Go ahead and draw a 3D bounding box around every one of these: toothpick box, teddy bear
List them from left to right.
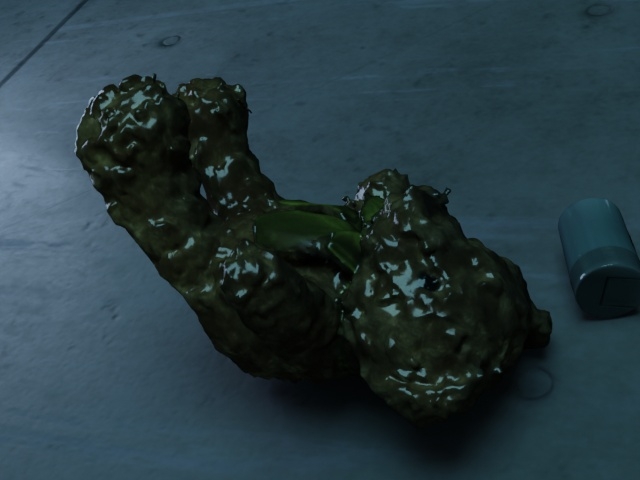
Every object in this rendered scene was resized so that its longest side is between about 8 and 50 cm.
[{"bbox_3d":[-0.003,-0.010,0.647,0.222,0.296,0.246,-24,1,28],"label":"teddy bear"},{"bbox_3d":[0.210,0.012,0.696,0.052,0.052,0.083,-9,37,10],"label":"toothpick box"}]
